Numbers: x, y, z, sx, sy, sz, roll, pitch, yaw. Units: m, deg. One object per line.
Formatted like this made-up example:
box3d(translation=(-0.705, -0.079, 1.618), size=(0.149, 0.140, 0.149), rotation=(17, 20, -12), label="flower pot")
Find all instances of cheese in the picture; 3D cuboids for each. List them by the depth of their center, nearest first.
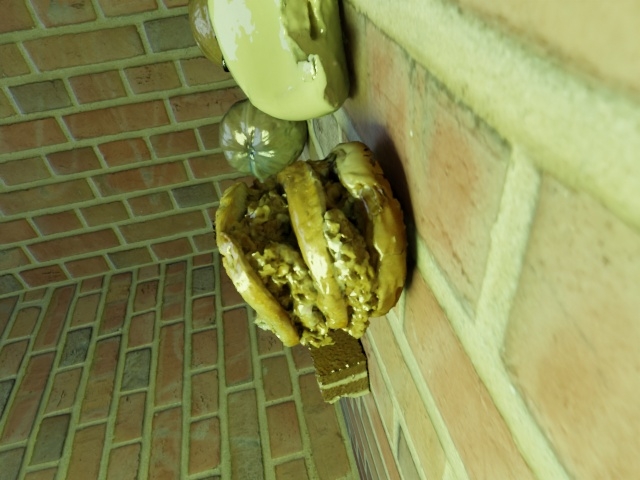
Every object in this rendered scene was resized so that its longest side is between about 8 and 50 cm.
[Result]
box3d(translation=(-0.047, -0.297, 0.595), size=(0.233, 0.127, 0.265), rotation=(21, 133, 50), label="cheese")

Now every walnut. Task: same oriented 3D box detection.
box3d(translation=(-0.160, -0.301, 1.247), size=(0.248, 0.249, 0.248), rotation=(168, 90, -85), label="walnut")
box3d(translation=(-0.283, -0.728, 1.423), size=(0.333, 0.333, 0.332), rotation=(168, 90, -85), label="walnut")

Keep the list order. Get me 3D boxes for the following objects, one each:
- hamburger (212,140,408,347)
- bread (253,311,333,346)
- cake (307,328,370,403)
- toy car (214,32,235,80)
box3d(translation=(-0.006, 0.010, 0.559), size=(0.260, 0.212, 0.244), rotation=(76, 174, -84), label="hamburger")
box3d(translation=(-0.035, 0.181, 1.202), size=(0.171, 0.192, 0.314), rotation=(59, -166, 21), label="bread")
box3d(translation=(0.049, 0.320, 1.128), size=(0.134, 0.135, 0.147), rotation=(-109, 4, -48), label="cake")
box3d(translation=(-0.168, -0.579, 1.256), size=(0.247, 0.204, 0.198), rotation=(86, -167, -49), label="toy car")
